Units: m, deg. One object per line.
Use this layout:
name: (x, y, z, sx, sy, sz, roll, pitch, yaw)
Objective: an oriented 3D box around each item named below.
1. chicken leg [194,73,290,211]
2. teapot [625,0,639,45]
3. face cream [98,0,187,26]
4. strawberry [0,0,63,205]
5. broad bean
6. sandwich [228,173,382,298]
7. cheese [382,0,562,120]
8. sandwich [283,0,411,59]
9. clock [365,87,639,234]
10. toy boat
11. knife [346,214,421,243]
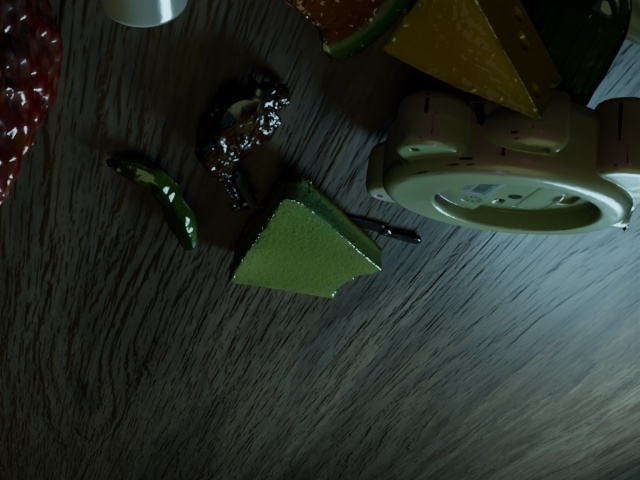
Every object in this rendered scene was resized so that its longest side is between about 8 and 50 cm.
chicken leg: (-0.106, -0.116, 1.019, 0.106, 0.051, 0.253, 1, 148, -13)
teapot: (0.445, -0.172, 0.882, 0.318, 0.149, 0.220, 16, 134, 16)
face cream: (-0.163, -0.329, 0.677, 0.092, 0.092, 0.311, 1, 144, -5)
strawberry: (-0.335, -0.177, 0.739, 0.150, 0.280, 0.253, -19, 132, 19)
broad bean: (-0.210, -0.055, 1.101, 0.061, 0.046, 0.195, -7, 141, 28)
sandwich: (0.000, 0.000, 1.174, 0.212, 0.063, 0.245, 10, 148, -21)
cheese: (0.173, -0.201, 0.811, 0.171, 0.093, 0.126, 40, 136, -4)
sandwich: (0.035, -0.283, 0.771, 0.159, 0.079, 0.235, 9, 141, 3)
clock: (0.223, -0.089, 0.954, 0.309, 0.114, 0.284, 9, 168, -6)
toy boat: (0.262, -0.212, 0.847, 0.104, 0.052, 0.210, 37, 162, 14)
knife: (0.077, -0.020, 1.195, 0.170, 0.010, 0.023, 15, 142, -19)
